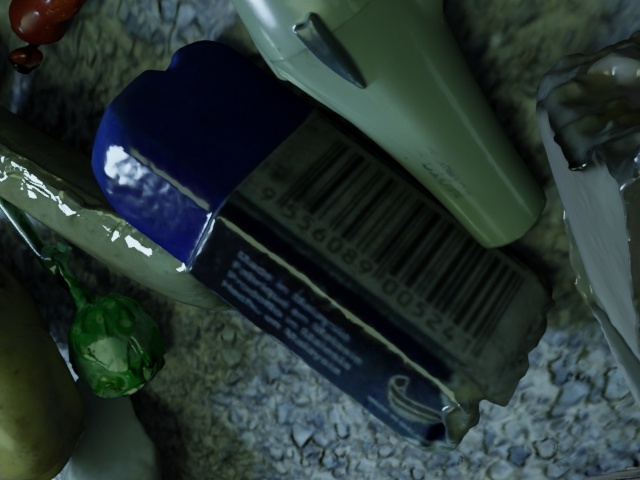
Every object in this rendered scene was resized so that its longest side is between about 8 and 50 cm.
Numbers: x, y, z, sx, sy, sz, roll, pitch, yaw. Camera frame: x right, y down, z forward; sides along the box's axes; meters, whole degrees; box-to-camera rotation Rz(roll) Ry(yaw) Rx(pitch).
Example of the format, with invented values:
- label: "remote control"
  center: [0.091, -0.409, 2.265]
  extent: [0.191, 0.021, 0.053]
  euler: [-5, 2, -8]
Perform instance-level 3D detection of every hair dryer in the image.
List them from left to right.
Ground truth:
- label: "hair dryer"
  center: [0.102, -0.124, 0.610]
  extent: [0.298, 0.119, 0.296]
  euler: [-8, 125, 23]

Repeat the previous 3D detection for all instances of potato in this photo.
- label: "potato"
  center: [-0.333, 0.118, 0.996]
  extent: [0.296, 0.141, 0.191]
  euler: [57, 159, 31]

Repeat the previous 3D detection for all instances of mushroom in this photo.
- label: "mushroom"
  center: [-0.217, 0.305, 1.130]
  extent: [0.122, 0.159, 0.329]
  euler: [1, 133, 6]

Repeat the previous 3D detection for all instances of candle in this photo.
- label: "candle"
  center: [-0.155, -0.229, 0.722]
  extent: [0.051, 0.048, 0.329]
  euler: [39, 136, -17]

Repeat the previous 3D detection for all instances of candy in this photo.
- label: "candy"
  center: [-0.264, 0.010, 0.966]
  extent: [0.097, 0.097, 0.323]
  euler: [-33, 94, 44]
- label: "candy"
  center: [0.205, -0.010, 0.536]
  extent: [0.137, 0.185, 0.195]
  euler: [-16, 115, 7]

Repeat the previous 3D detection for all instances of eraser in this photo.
- label: "eraser"
  center: [0.000, 0.000, 0.716]
  extent: [0.332, 0.155, 0.101]
  euler: [36, 136, 5]

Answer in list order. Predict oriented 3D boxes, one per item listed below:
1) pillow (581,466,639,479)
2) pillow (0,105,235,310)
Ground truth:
- label: "pillow"
  center: [0.304, 0.284, 0.797]
  extent: [0.173, 0.067, 0.270]
  euler: [-21, 110, 48]
- label: "pillow"
  center: [-0.190, -0.029, 0.841]
  extent: [0.302, 0.075, 0.185]
  euler: [30, 173, 11]
